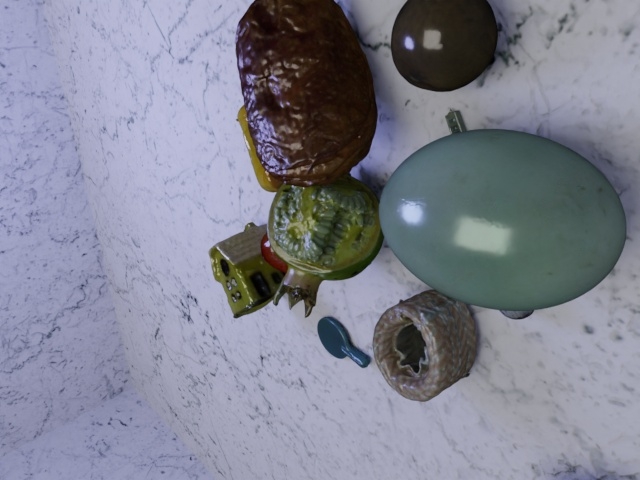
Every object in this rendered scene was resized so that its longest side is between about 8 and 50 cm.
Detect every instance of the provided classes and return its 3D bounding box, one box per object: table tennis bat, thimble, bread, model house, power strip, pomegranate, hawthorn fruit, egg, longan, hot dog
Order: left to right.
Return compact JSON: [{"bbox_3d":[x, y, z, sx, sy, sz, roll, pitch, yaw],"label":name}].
[{"bbox_3d":[-0.203,0.077,1.501,0.234,0.193,0.175,59,144,8],"label":"model house"},{"bbox_3d":[-0.130,-0.241,1.322,0.094,0.102,0.246,-6,103,58],"label":"bread"},{"bbox_3d":[-0.073,0.023,1.362,0.172,0.148,0.148,44,138,13],"label":"hawthorn fruit"},{"bbox_3d":[-0.030,-0.294,1.027,0.266,0.174,0.388,-14,84,12],"label":"hot dog"},{"bbox_3d":[0.000,0.000,1.142,0.260,0.260,0.341,25,89,40],"label":"pomegranate"},{"bbox_3d":[0.059,0.289,1.434,0.201,0.033,0.124,30,132,40],"label":"table tennis bat"},{"bbox_3d":[0.222,0.219,1.113,0.196,0.148,0.229,22,123,45],"label":"thimble"},{"bbox_3d":[0.195,-0.323,0.837,0.187,0.167,0.167,-21,93,62],"label":"longan"},{"bbox_3d":[0.252,-0.203,0.954,0.027,0.017,0.083,-17,97,51],"label":"power strip"},{"bbox_3d":[0.263,-0.035,0.818,0.389,0.276,0.276,14,119,48],"label":"egg"}]

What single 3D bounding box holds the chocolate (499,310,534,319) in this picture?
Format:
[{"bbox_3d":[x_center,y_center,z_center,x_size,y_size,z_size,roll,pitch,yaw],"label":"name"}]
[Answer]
[{"bbox_3d":[0.329,0.076,0.967,0.167,0.072,0.072,48,139,18],"label":"chocolate"}]
